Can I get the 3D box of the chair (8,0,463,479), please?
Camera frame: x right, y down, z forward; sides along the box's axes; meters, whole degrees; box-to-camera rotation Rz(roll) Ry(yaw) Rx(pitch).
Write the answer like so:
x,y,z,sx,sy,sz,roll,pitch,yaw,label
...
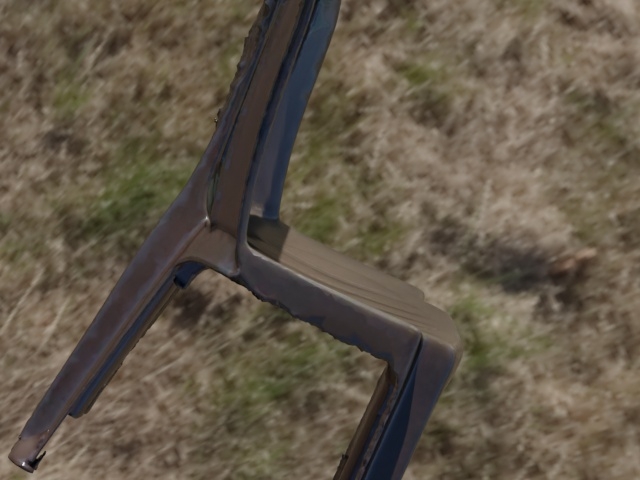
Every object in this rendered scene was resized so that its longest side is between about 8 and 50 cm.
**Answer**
x,y,z,sx,sy,sz,roll,pitch,yaw,label
0.000,0.000,0.777,0.183,0.175,0.326,28,98,1,chair
